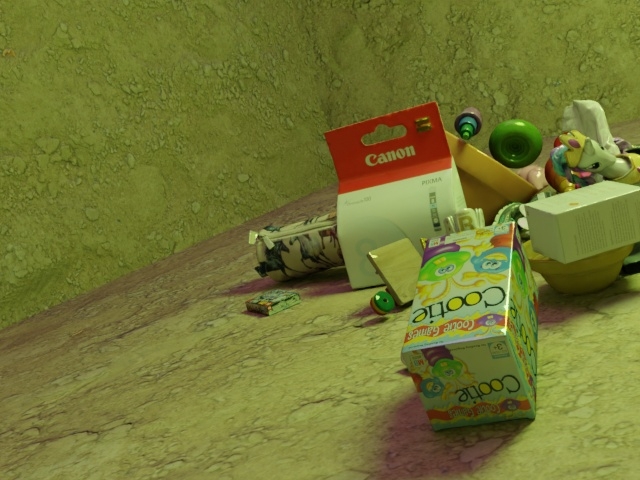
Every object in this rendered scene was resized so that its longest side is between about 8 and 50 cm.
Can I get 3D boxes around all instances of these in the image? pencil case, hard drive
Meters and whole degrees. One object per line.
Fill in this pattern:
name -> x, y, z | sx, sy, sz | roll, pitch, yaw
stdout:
pencil case -> 0.000, 0.000, 2.288 | 0.410, 0.160, 0.183 | -16, -27, 41
hard drive -> 0.605, 0.030, 1.623 | 0.094, 0.022, 0.135 | -16, 10, 4

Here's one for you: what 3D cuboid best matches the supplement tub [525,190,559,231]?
supplement tub -> 0.527, -0.048, 1.962 | 0.106, 0.106, 0.198 | -14, 10, 14

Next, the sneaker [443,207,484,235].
sneaker -> 0.302, 0.022, 1.750 | 0.108, 0.169, 0.292 | -14, 11, 5

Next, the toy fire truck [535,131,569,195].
toy fire truck -> 0.662, -0.180, 2.282 | 0.246, 0.159, 0.217 | -12, 40, 5

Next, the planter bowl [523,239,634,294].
planter bowl -> 0.476, 0.042, 1.560 | 0.217, 0.091, 0.217 | -14, 13, 3

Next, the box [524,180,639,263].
box -> 0.463, -0.034, 1.483 | 0.170, 0.091, 0.130 | -16, 12, -7

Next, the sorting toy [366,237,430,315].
sorting toy -> 0.177, 0.071, 1.841 | 0.274, 0.132, 0.046 | -19, -21, -42

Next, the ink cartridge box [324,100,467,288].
ink cartridge box -> 0.173, -0.098, 1.997 | 0.308, 0.385, 0.091 | -12, 10, 29

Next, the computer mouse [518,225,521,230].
computer mouse -> 0.479, -0.075, 2.305 | 0.188, 0.072, 0.272 | -12, 10, 30

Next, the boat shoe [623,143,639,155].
boat shoe -> 0.843, -0.213, 2.367 | 0.304, 0.109, 0.091 | -10, 6, 15

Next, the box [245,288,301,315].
box -> -0.120, 0.154, 2.141 | 0.093, 0.027, 0.137 | -22, 11, -26

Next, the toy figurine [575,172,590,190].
toy figurine -> 0.630, -0.093, 1.876 | 0.173, 0.159, 0.130 | -10, 11, 32

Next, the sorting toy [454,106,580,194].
sorting toy -> 0.477, -0.192, 2.005 | 0.127, 0.365, 0.126 | -62, 2, 35

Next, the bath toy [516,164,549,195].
bath toy -> 0.649, -0.190, 2.516 | 0.348, 0.129, 0.151 | -17, -25, -8

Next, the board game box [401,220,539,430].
board game box -> 0.219, 0.113, 1.203 | 0.144, 0.142, 0.275 | -13, 28, 22

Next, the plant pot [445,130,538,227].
plant pot -> 0.363, -0.119, 2.124 | 0.204, 0.290, 0.291 | -58, 6, 8

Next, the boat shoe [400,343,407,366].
boat shoe -> 0.220, 0.181, 1.364 | 0.206, 0.075, 0.065 | -15, -35, 43

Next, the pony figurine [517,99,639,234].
pony figurine -> 0.584, -0.129, 1.701 | 0.363, 0.303, 0.351 | 18, -3, -7

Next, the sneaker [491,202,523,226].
sneaker -> 0.431, -0.016, 1.993 | 0.166, 0.065, 0.076 | -50, 27, -6
